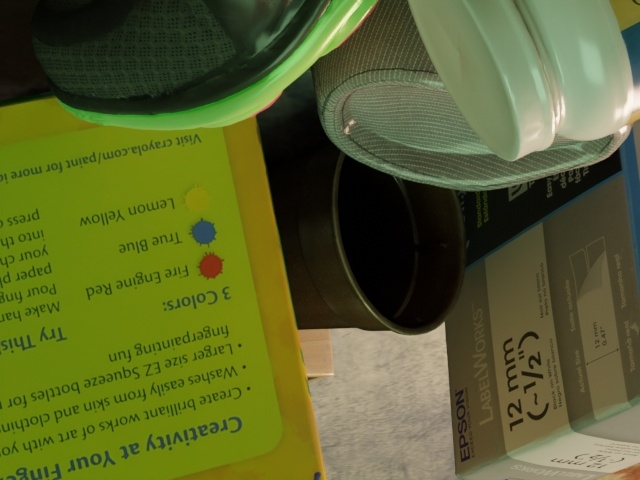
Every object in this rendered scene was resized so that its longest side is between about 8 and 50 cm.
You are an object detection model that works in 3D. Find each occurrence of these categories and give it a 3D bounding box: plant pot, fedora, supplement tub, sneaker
[{"bbox_3d":[0.000,0.000,1.068,0.165,0.167,0.167,-11,155,39],"label":"plant pot"},{"bbox_3d":[0.102,-0.111,0.852,0.275,0.124,0.244,6,155,-18],"label":"fedora"},{"bbox_3d":[0.156,-0.139,0.697,0.199,0.144,0.144,-28,156,-5],"label":"supplement tub"},{"bbox_3d":[-0.017,-0.214,0.611,0.202,0.185,0.483,30,141,-21],"label":"sneaker"}]

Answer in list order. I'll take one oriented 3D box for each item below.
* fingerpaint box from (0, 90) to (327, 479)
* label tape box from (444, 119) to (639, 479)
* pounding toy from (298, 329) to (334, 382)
[{"bbox_3d":[-0.239,0.107,0.870,0.444,0.371,0.163,-14,-171,-14],"label":"fingerpaint box"},{"bbox_3d":[0.171,0.059,1.080,0.115,0.249,0.347,12,152,-29],"label":"label tape box"},{"bbox_3d":[-0.124,0.099,1.315,0.206,0.094,0.181,3,165,-32],"label":"pounding toy"}]
